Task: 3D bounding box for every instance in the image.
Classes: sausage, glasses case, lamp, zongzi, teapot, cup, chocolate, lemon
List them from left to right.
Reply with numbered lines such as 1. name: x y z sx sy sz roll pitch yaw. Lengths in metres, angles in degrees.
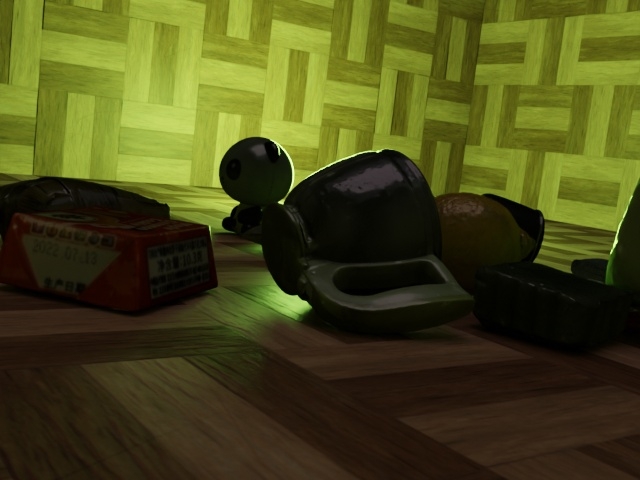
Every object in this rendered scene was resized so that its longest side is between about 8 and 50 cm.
1. zongzi: -0.456 -0.045 1.349 0.300 0.138 0.286 10 5 42
2. chocolate: -0.294 0.020 1.083 0.235 0.108 0.237 11 7 18
3. lamp: -0.162 -0.131 1.839 0.198 0.243 0.198 11 4 -1
4. teapot: 0.047 0.029 1.132 0.239 0.321 0.239 -14 -25 -23
5. lemon: 0.247 0.006 1.337 0.257 0.188 0.188 2 7 3
6. cup: 0.441 -0.012 1.862 0.177 0.169 0.223 10 -24 -3
7. sausage: 0.452 0.125 1.202 0.129 0.034 0.034 5 7 -8
8. glasses case: 0.628 0.080 1.582 0.109 0.067 0.282 7 8 -11

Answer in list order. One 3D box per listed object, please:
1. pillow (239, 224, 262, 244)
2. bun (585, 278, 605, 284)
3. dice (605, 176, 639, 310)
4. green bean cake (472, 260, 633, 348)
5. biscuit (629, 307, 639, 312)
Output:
1. pillow: 0.000 0.000 1.627 0.302 0.074 0.185 7 4 23
2. bun: 0.474 0.103 1.321 0.083 0.045 0.083 4 37 -3
3. dice: 0.606 0.010 1.168 0.252 0.254 0.250 22 -2 29
4. green bean cake: 0.339 0.093 1.107 0.185 0.094 0.183 13 9 41
5. biscuit: 0.657 0.133 1.356 0.231 0.025 0.131 7 8 9
